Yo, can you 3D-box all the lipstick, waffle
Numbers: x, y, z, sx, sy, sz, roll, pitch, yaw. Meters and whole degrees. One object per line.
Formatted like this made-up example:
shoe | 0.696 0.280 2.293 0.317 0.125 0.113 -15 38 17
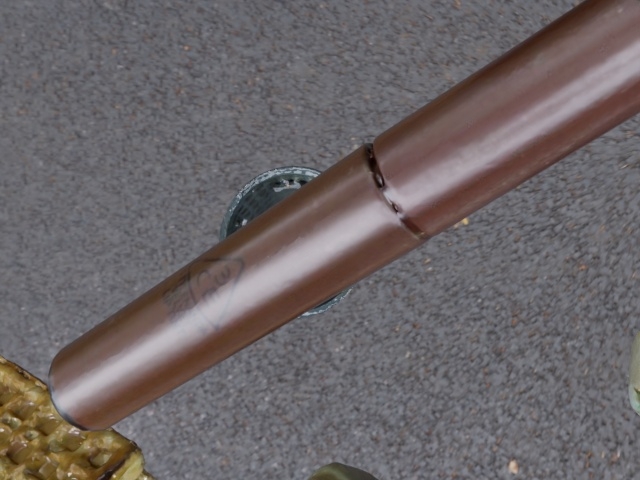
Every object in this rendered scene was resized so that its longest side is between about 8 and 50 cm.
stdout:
lipstick | 0.000 0.000 0.408 0.357 0.057 0.057 -32 84 22
waffle | -0.366 0.280 0.986 0.308 0.213 0.091 19 142 33

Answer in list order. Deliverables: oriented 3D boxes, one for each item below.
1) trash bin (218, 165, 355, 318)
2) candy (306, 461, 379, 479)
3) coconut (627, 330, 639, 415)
trash bin | -0.023 0.002 1.021 0.176 0.161 0.175 0 91 6
candy | 0.069 0.369 0.986 0.234 0.104 0.102 46 107 22
coconut | 0.323 0.124 0.711 0.122 0.116 0.116 -10 93 -8
